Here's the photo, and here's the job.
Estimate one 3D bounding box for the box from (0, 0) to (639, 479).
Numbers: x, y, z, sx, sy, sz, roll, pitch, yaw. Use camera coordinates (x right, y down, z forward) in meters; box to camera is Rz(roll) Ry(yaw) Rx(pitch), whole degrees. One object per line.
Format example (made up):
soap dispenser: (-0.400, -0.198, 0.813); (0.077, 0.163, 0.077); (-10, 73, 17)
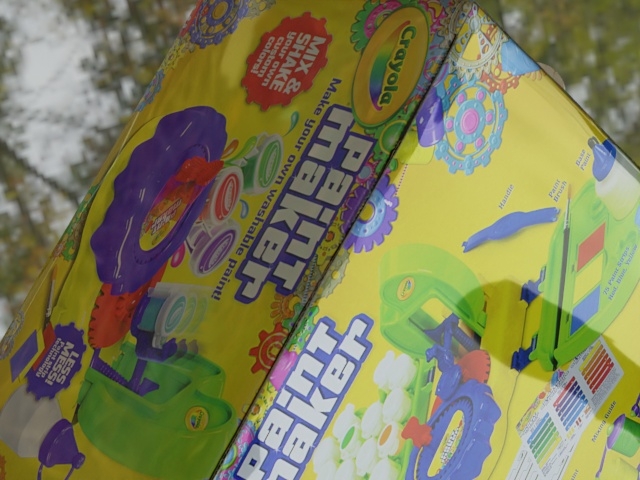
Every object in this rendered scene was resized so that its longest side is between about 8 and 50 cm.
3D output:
box: (0.022, 0.064, 0.811); (0.177, 0.279, 0.290); (21, -102, 46)

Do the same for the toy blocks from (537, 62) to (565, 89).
toy blocks: (0.000, 0.000, 1.304); (0.288, 0.309, 0.260); (19, 152, -14)
